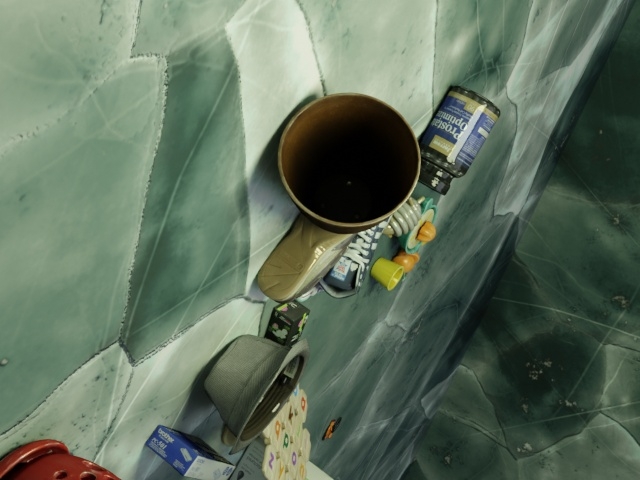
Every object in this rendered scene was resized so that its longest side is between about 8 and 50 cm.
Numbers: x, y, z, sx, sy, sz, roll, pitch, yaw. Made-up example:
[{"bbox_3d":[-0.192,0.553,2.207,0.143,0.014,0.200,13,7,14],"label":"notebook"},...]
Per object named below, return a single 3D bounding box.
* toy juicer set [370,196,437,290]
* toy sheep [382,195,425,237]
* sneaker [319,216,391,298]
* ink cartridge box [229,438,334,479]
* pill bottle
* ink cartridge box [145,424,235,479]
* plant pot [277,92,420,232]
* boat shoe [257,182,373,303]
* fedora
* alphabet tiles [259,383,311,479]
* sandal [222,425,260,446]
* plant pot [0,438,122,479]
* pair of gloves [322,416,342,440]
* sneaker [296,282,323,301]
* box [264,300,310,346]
[{"bbox_3d":[0.253,-0.036,1.971,0.209,0.090,0.328,-12,130,-60],"label":"toy juicer set"},{"bbox_3d":[0.181,-0.058,1.795,0.132,0.091,0.091,-35,154,-7],"label":"toy sheep"},{"bbox_3d":[0.067,-0.006,1.561,0.153,0.099,0.282,-60,168,-45],"label":"sneaker"},{"bbox_3d":[-0.127,0.627,1.897,0.272,0.198,0.115,-61,158,6],"label":"ink cartridge box"},{"bbox_3d":[0.286,-0.214,1.759,0.219,0.123,0.123,-60,158,5],"label":"pill bottle"},{"bbox_3d":[-0.236,0.399,1.498,0.046,0.097,0.207,-54,158,-9],"label":"ink cartridge box"},{"bbox_3d":[0.040,-0.096,1.329,0.215,0.215,0.230,-53,173,-13],"label":"plant pot"},{"bbox_3d":[0.000,0.000,1.477,0.285,0.103,0.092,-50,162,-9],"label":"boat shoe"},{"bbox_3d":[-0.131,0.261,1.500,0.243,0.124,0.275,-62,166,15],"label":"fedora"},{"bbox_3d":[-0.078,0.413,1.735,0.278,0.021,0.284,-80,156,-43],"label":"alphabet tiles"},{"bbox_3d":[-0.147,0.382,1.688,0.088,0.079,0.240,-40,152,-37],"label":"sandal"},{"bbox_3d":[-0.362,0.377,1.098,0.191,0.174,0.191,-45,154,-28],"label":"plant pot"},{"bbox_3d":[0.035,0.562,2.409,0.074,0.010,0.083,-62,159,9],"label":"pair of gloves"},{"bbox_3d":[-0.013,0.078,1.625,0.098,0.038,0.069,-33,148,-47],"label":"sneaker"},{"bbox_3d":[-0.066,0.168,1.613,0.062,0.052,0.083,-29,145,-52],"label":"box"}]
